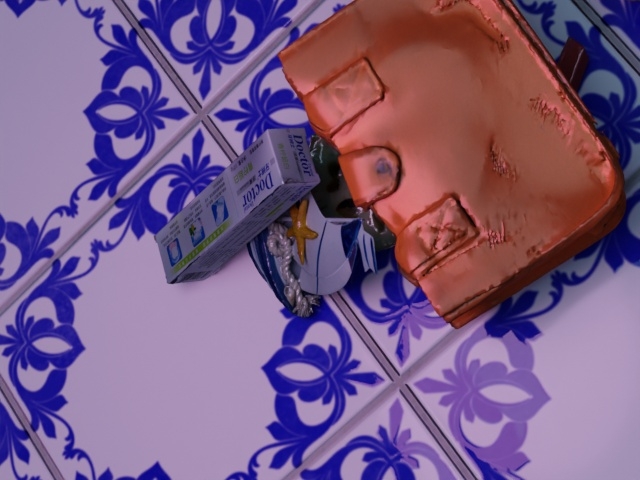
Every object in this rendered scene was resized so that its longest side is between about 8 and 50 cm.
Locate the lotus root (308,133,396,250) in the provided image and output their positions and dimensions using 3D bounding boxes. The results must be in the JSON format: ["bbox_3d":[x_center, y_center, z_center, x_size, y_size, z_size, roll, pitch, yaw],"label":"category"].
[{"bbox_3d":[0.078,-0.084,2.018,0.203,0.078,0.183,38,105,27],"label":"lotus root"}]

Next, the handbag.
[{"bbox_3d":[0.164,-0.133,1.882,0.303,0.116,0.410,-33,77,7],"label":"handbag"}]

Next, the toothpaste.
[{"bbox_3d":[-0.116,-0.039,2.018,0.336,0.067,0.081,-38,64,50],"label":"toothpaste"}]

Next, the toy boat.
[{"bbox_3d":[0.000,0.000,1.976,0.291,0.067,0.220,3,104,56],"label":"toy boat"}]

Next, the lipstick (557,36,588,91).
[{"bbox_3d":[0.277,-0.107,1.939,0.051,0.051,0.312,23,89,24],"label":"lipstick"}]
